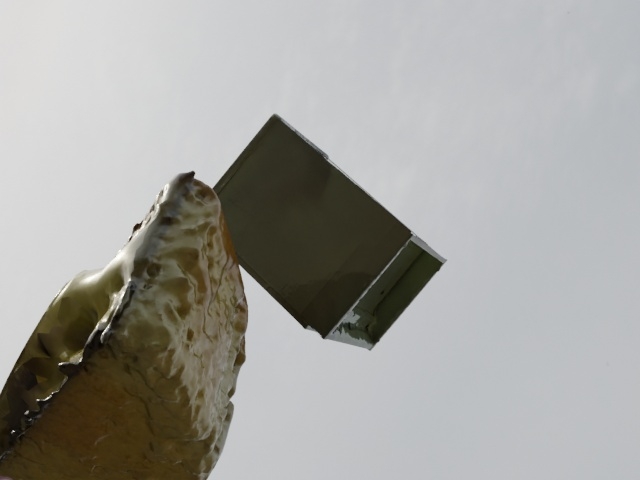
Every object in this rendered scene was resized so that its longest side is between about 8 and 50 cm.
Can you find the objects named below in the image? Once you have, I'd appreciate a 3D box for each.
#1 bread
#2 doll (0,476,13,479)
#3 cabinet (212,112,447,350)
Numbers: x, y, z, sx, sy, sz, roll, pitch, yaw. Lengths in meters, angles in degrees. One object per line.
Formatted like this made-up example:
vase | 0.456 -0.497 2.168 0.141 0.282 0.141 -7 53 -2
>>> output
bread | -0.139 0.083 0.657 0.163 0.204 0.262 32 -48 -22
doll | -0.425 0.322 0.958 0.196 0.256 0.152 -28 -94 36
cabinet | 0.000 0.000 0.893 0.206 0.145 0.150 43 -84 25
